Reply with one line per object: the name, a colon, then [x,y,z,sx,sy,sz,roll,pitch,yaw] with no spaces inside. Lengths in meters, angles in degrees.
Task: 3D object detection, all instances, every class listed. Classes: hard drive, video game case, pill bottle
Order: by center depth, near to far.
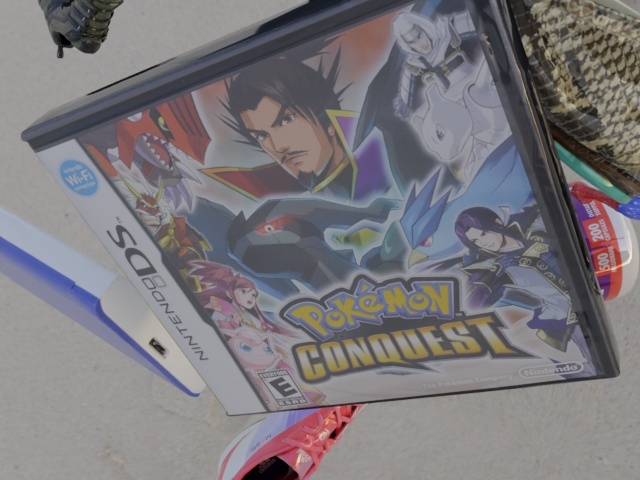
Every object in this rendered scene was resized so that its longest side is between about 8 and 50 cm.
video game case: [0.000,0.000,0.393,0.275,0.248,0.035,-13,31,28]
hard drive: [-0.270,0.037,0.689,0.318,0.210,0.040,24,67,28]
pill bottle: [0.273,0.034,0.992,0.323,0.181,0.181,-16,69,0]

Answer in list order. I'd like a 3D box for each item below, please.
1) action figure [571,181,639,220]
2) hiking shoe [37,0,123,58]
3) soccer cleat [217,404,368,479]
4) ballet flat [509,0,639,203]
action figure: [0.427,-0.020,0.719,0.280,0.139,0.091,37,109,48]
hiking shoe: [-0.361,-0.363,1.096,0.227,0.086,0.114,-3,102,40]
soccer cleat: [-0.005,0.217,0.819,0.108,0.116,0.318,42,97,-14]
ballet flat: [0.067,-0.200,0.425,0.482,0.164,0.182,27,116,-9]
